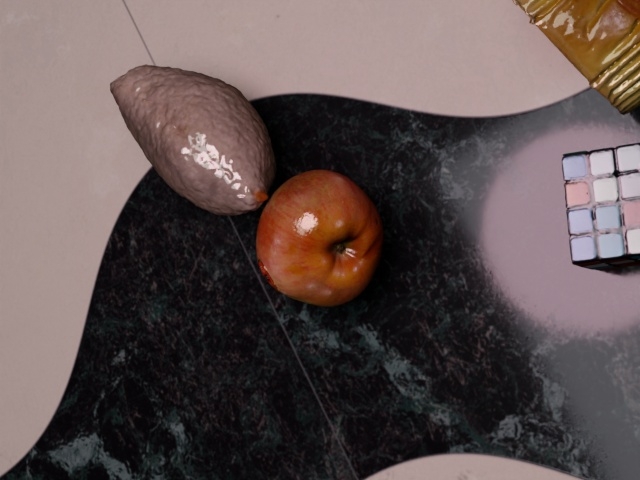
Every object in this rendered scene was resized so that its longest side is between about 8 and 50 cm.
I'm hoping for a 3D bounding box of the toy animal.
[{"bbox_3d":[-0.178,-0.156,1.952,0.188,0.226,0.358,-47,55,10],"label":"toy animal"}]

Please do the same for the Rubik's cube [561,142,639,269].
[{"bbox_3d":[0.429,-0.046,1.679,0.151,0.155,0.154,-9,82,26],"label":"Rubik's cube"}]

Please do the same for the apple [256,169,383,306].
[{"bbox_3d":[0.000,0.000,1.868,0.164,0.209,0.209,29,99,51],"label":"apple"}]

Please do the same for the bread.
[{"bbox_3d":[0.384,-0.325,1.681,0.156,0.204,0.288,-43,87,18],"label":"bread"}]
